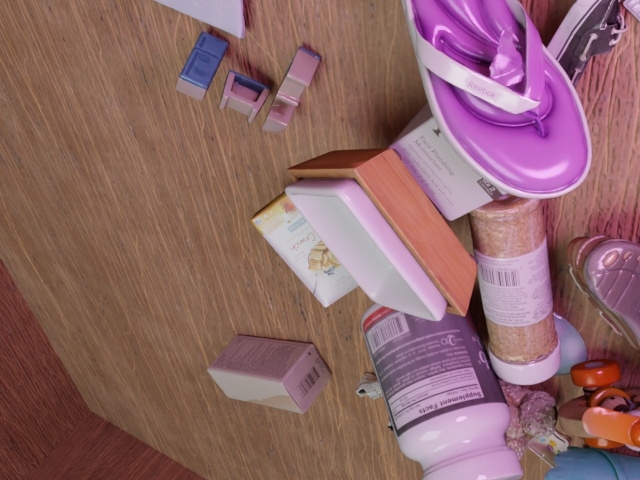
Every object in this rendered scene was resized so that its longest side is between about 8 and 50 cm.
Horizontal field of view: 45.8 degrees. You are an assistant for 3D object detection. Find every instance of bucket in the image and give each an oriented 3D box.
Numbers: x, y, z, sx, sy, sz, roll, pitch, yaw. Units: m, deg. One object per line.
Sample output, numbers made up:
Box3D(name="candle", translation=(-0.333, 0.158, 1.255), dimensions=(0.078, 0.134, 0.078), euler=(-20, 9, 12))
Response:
Box3D(name="bucket", translation=(0.566, 0.537, 1.449), dimensions=(0.183, 0.281, 0.281), euler=(-12, 120, 43))

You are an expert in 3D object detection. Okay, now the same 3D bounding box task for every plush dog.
Box3D(name="plush dog", translation=(0.320, 0.391, 1.529), dimensions=(0.211, 0.225, 0.262), euler=(38, 143, 14))

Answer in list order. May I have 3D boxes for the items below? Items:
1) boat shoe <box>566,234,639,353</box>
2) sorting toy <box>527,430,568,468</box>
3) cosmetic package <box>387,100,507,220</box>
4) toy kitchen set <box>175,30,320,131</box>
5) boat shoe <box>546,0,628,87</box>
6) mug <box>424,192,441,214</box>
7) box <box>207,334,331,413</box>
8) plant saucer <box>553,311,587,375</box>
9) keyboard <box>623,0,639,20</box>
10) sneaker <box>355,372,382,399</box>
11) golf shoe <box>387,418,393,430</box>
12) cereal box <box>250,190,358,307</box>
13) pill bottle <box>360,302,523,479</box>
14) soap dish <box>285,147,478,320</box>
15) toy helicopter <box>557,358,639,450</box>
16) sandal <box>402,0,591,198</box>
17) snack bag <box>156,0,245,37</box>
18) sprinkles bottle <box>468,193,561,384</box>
Box3D(name="boat shoe", translation=(0.494, 0.098, 1.171), dimensions=(0.324, 0.123, 0.116), euler=(47, 180, -24))
Box3D(name="sorting toy", translation=(0.489, 0.433, 1.601), dimensions=(0.083, 0.045, 0.075), euler=(38, 135, 24))
Box3D(name="cosmetic package", translation=(0.229, -0.152, 1.088), dimensions=(0.151, 0.151, 0.184), euler=(47, 146, -8))
Box3D(name="toy kitchen set", translation=(-0.120, -0.309, 1.316), dimensions=(0.207, 0.122, 0.166), euler=(23, 147, -10))
Box3D(name="boat shoe", translation=(0.338, -0.266, 0.930), dimensions=(0.070, 0.077, 0.219), euler=(36, 154, 8))
Box3D(name="mug", translation=(0.152, -0.083, 1.290), dimensions=(0.129, 0.097, 0.157), euler=(38, 147, 3))
Box3D(name="box", translation=(-0.141, 0.351, 2.025), dimensions=(0.311, 0.148, 0.121), euler=(0, 130, 46))
Box3D(name="plant saucer", translation=(0.398, 0.196, 1.423), dimensions=(0.195, 0.037, 0.195), euler=(25, 144, 20))
Box3D(name="keyboard", translation=(0.451, -0.309, 0.820), dimensions=(0.072, 0.014, 0.256), euler=(45, 146, -6))
Box3D(name="sneaker", translation=(0.148, 0.357, 1.826), dimensions=(0.152, 0.061, 0.053), euler=(-13, 118, 49))
Box3D(name="golf shoe", translation=(0.251, 0.441, 1.793), dimensions=(0.198, 0.094, 0.077), euler=(6, 132, 38))
Box3D(name="cereal box", translation=(0.002, -0.003, 1.501), dimensions=(0.173, 0.047, 0.240), euler=(-36, 103, 21))
Box3D(name="pill bottle", translation=(0.219, 0.275, 1.380), dimensions=(0.210, 0.210, 0.362), euler=(116, 142, -55))
Box3D(name="soap dish", translation=(0.096, -0.017, 1.177), dimensions=(0.291, 0.118, 0.229), euler=(51, 163, -21))
Box3D(name="toy helicopter", translation=(0.561, 0.274, 1.214), dimensions=(0.355, 0.235, 0.140), euler=(-11, 90, 29))
Box3D(name="sandal", translation=(0.192, -0.237, 0.916), dimensions=(0.416, 0.169, 0.102), euler=(63, -176, 4))
Box3D(name="snack bag", translation=(-0.244, -0.519, 1.238), dimensions=(0.323, 0.037, 0.342), euler=(27, 143, 21))
Box3D(name="sprinkles bottle", translation=(0.321, 0.071, 1.248), dimensions=(0.121, 0.121, 0.355), euler=(10, 129, 37))
